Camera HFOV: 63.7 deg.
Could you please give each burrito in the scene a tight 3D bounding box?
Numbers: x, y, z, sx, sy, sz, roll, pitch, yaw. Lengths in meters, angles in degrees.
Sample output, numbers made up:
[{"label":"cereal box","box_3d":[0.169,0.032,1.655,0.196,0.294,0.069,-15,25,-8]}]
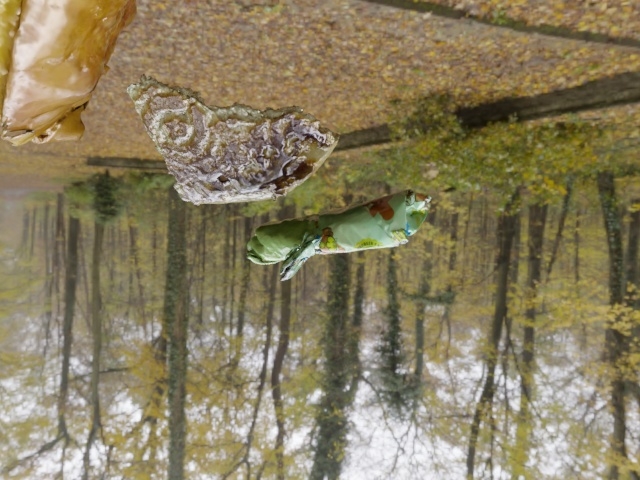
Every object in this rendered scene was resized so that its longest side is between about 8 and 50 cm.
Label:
[{"label":"burrito","box_3d":[0.000,0.000,0.640,0.288,0.054,0.104,-9,-148,39]}]

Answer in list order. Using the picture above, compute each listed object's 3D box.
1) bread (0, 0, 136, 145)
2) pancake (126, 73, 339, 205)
[{"label":"bread","box_3d":[-0.247,-0.274,0.455,0.204,0.358,0.336,24,-163,-21]},{"label":"pancake","box_3d":[-0.133,-0.142,0.682,0.266,0.244,0.057,-34,-157,39]}]
